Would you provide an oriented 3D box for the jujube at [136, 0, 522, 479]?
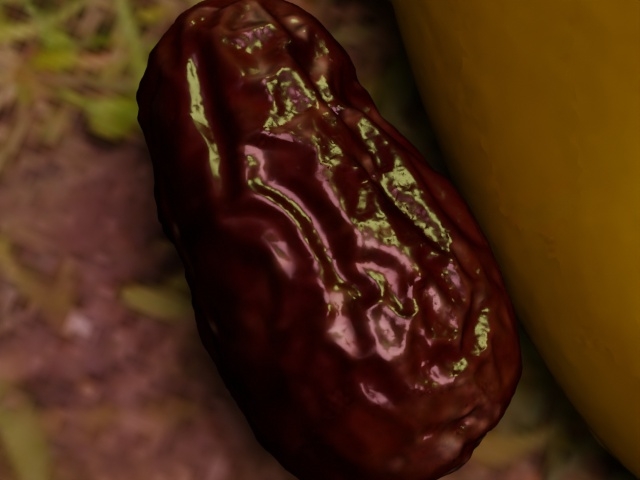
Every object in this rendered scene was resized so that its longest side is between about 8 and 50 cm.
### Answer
[{"bbox_3d":[0.000,0.000,0.422,0.077,0.077,0.129,-25,85,-17],"label":"jujube"}]

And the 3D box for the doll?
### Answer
[{"bbox_3d":[0.090,-0.069,0.441,0.199,0.145,0.363,-8,87,16],"label":"doll"}]
